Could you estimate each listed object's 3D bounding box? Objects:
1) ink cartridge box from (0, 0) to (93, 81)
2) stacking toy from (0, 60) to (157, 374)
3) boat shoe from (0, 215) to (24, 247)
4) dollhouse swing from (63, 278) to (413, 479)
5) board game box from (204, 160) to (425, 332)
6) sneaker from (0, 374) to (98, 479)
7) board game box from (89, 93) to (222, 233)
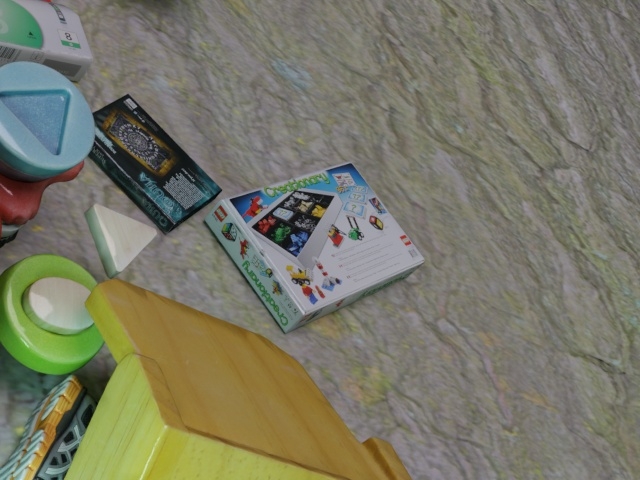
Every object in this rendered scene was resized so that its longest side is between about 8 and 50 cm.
[{"bbox_3d":[-0.417,-0.322,1.698,0.181,0.056,0.224,6,52,-41],"label":"ink cartridge box"},{"bbox_3d":[-0.288,-0.031,1.324,0.279,0.130,0.309,41,44,-17],"label":"stacking toy"},{"bbox_3d":[-0.465,-0.074,1.366,0.302,0.091,0.114,35,43,-16],"label":"boat shoe"},{"bbox_3d":[-0.127,0.254,1.299,0.347,0.315,0.305,25,0,-38],"label":"dollhouse swing"},{"bbox_3d":[0.000,0.000,1.775,0.305,0.053,0.193,-20,70,-52],"label":"board game box"},{"bbox_3d":[-0.265,0.227,1.270,0.083,0.084,0.215,44,36,-16],"label":"sneaker"},{"bbox_3d":[-0.230,-0.103,1.680,0.186,0.026,0.126,46,36,2],"label":"board game box"}]
